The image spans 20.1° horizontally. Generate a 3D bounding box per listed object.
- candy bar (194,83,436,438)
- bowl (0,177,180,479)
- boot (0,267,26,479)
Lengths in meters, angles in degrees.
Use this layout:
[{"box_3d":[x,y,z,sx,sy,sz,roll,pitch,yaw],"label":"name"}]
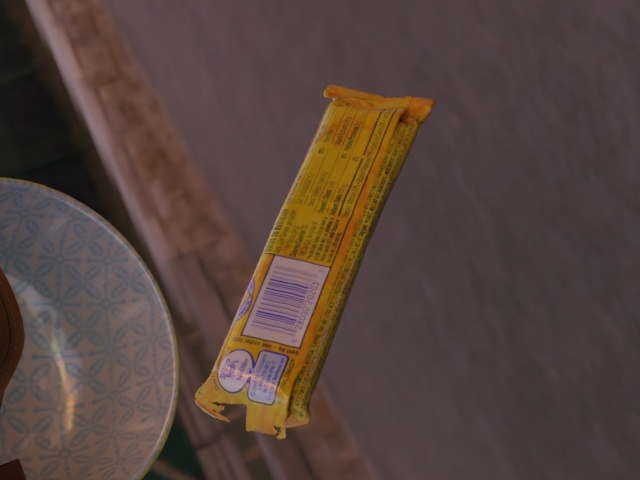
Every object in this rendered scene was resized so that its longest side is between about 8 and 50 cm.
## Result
[{"box_3d":[0.000,0.000,0.603,0.018,0.040,0.161,89,-163,-47],"label":"candy bar"},{"box_3d":[-0.278,0.109,1.497,0.156,0.289,0.289,-31,79,47],"label":"bowl"},{"box_3d":[-0.243,0.103,1.112,0.152,0.073,0.197,-21,73,53],"label":"boot"}]
